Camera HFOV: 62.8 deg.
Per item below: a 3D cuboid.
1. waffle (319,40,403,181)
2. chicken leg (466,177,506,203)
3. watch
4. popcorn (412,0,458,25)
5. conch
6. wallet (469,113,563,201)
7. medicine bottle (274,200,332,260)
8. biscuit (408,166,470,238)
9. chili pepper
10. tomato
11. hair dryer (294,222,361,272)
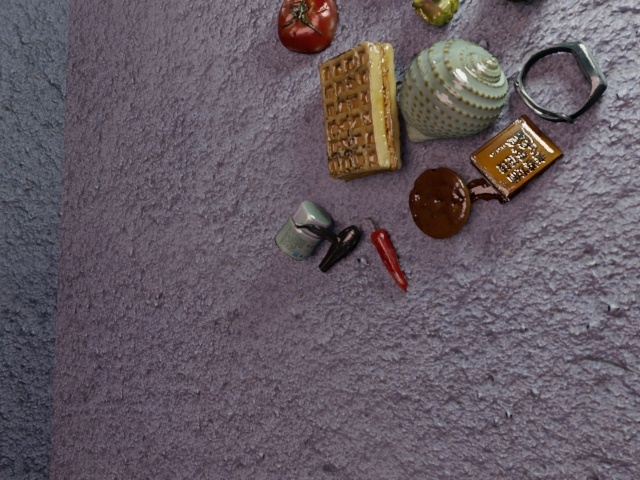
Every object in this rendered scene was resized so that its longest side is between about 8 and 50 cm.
[{"bbox_3d":[0.122,-0.379,1.581,0.261,0.114,0.376,-5,91,52],"label":"waffle"},{"bbox_3d":[0.449,-0.132,1.469,0.219,0.048,0.090,-15,81,31],"label":"chicken leg"},{"bbox_3d":[0.614,-0.399,1.347,0.193,0.068,0.206,-29,73,33],"label":"watch"},{"bbox_3d":[0.330,-0.684,1.479,0.126,0.126,0.145,44,138,50],"label":"popcorn"},{"bbox_3d":[0.335,-0.411,1.441,0.319,0.215,0.303,-29,66,28],"label":"conch"},{"bbox_3d":[0.519,-0.221,1.395,0.195,0.042,0.161,-38,73,6],"label":"wallet"},{"bbox_3d":[-0.056,-0.032,1.739,0.135,0.135,0.168,45,114,22],"label":"medicine bottle"},{"bbox_3d":[0.340,-0.107,1.518,0.212,0.036,0.212,5,97,48],"label":"biscuit"},{"bbox_3d":[0.205,0.041,1.629,0.059,0.050,0.268,-26,79,14],"label":"chili pepper"},{"bbox_3d":[-0.058,-0.735,1.734,0.228,0.101,0.228,-1,89,31],"label":"tomato"},{"bbox_3d":[0.000,0.000,1.673,0.195,0.219,0.075,-49,30,28],"label":"hair dryer"}]
